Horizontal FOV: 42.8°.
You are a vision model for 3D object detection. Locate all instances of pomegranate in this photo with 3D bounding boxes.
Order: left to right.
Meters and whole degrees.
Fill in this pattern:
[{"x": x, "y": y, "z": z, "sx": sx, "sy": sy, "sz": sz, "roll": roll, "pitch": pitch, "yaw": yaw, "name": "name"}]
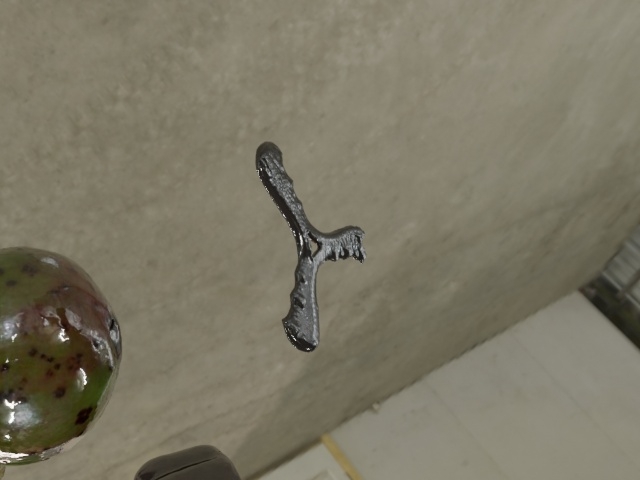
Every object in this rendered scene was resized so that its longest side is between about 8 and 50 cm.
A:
[{"x": -0.366, "y": 0.146, "z": 0.887, "sx": 0.305, "sy": 0.242, "sz": 0.242, "roll": -30, "pitch": 152, "yaw": -15, "name": "pomegranate"}]

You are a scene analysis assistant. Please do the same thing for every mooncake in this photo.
[{"x": -0.138, "y": 0.366, "z": 0.961, "sx": 0.133, "sy": 0.245, "sz": 0.245, "roll": -12, "pitch": 146, "yaw": -15, "name": "mooncake"}]

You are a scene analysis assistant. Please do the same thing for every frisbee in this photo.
[{"x": 0.000, "y": 0.000, "z": 0.844, "sx": 0.012, "sy": 0.211, "sz": 0.187, "roll": -16, "pitch": 176, "yaw": 32, "name": "frisbee"}]

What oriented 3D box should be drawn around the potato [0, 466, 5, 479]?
[{"x": -0.612, "y": 0.432, "z": 1.404, "sx": 0.081, "sy": 0.164, "sz": 0.200, "roll": 40, "pitch": 75, "yaw": -26, "name": "potato"}]
